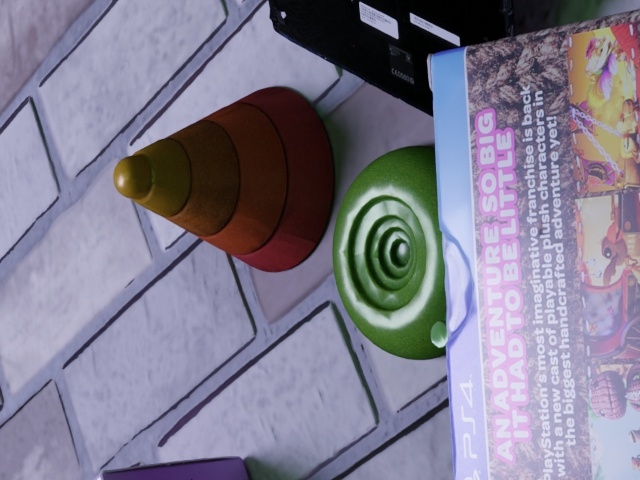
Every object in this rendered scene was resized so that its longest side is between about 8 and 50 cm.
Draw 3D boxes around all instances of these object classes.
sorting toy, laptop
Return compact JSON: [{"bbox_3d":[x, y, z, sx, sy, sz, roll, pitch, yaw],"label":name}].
[{"bbox_3d":[0.000,0.000,1.096,0.365,0.126,0.127,27,111,46],"label":"sorting toy"},{"bbox_3d":[0.075,-0.222,1.090,0.234,0.136,0.264,33,141,44],"label":"laptop"}]

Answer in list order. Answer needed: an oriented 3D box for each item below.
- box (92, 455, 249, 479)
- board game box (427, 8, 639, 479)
[{"bbox_3d":[-0.117,0.298,1.243,0.213,0.117,0.243,-40,62,42],"label":"box"},{"bbox_3d":[0.202,0.012,0.847,0.291,0.141,0.232,-5,87,49],"label":"board game box"}]
